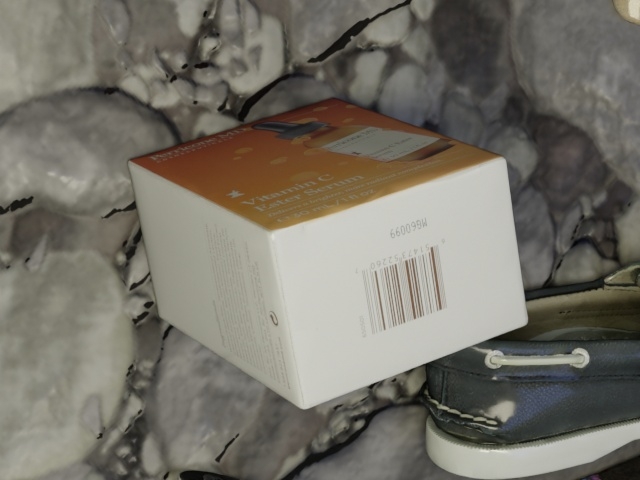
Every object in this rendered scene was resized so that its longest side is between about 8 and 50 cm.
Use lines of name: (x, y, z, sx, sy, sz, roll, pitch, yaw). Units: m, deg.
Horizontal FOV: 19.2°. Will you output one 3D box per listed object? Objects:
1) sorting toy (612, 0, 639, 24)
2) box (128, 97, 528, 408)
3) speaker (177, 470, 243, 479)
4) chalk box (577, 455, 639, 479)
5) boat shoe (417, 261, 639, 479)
sorting toy: (0.270, -0.213, 1.117, 0.196, 0.047, 0.347, -3, 104, -29)
box: (0.000, 0.000, 0.944, 0.130, 0.170, 0.091, -19, 112, -24)
speaker: (-0.067, 0.195, 1.022, 0.055, 0.055, 0.136, 12, 95, -31)
chalk box: (0.150, 0.265, 1.090, 0.289, 0.180, 0.179, -18, 110, -23)
boat shoe: (0.199, 0.057, 1.104, 0.303, 0.114, 0.091, -16, 115, -26)
